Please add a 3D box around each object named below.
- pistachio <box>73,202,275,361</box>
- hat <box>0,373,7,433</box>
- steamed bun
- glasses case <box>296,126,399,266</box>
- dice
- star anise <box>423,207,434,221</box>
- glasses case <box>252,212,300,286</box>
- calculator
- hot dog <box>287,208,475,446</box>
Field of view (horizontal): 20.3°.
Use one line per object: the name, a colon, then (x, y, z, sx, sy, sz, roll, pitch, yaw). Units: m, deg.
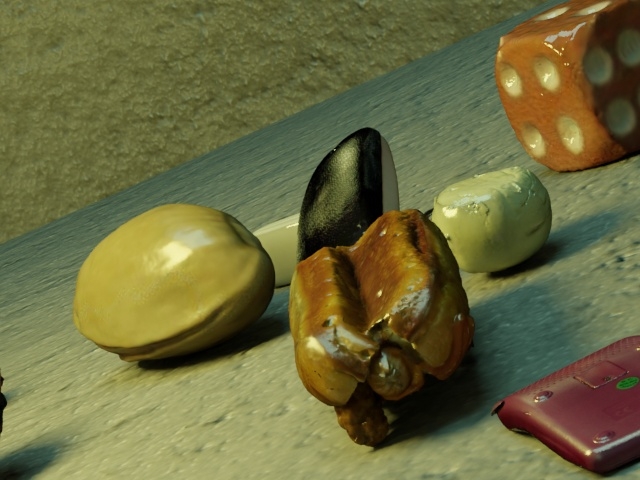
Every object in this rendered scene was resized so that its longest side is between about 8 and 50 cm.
pistachio: (-0.160, 0.051, 1.969, 0.293, 0.162, 0.181, -12, 46, 43)
hat: (-0.383, 0.206, 1.805, 0.205, 0.089, 0.205, -28, 40, 27)
steamed bun: (0.171, -0.016, 1.740, 0.112, 0.091, 0.130, -15, 10, 15)
glasses case: (0.030, -0.020, 1.916, 0.122, 0.075, 0.314, -47, 20, 22)
dice: (0.318, -0.190, 2.058, 0.175, 0.174, 0.179, -26, 9, -21)
star anise: (0.119, -0.004, 1.880, 0.129, 0.056, 0.124, -38, 10, 10)
glasses case: (0.000, 0.000, 2.090, 0.193, 0.074, 0.049, -19, 15, 29)
calculator: (0.202, 0.105, 1.224, 0.126, 0.034, 0.190, -24, 11, -11)
hot dog: (0.056, 0.068, 1.510, 0.158, 0.117, 0.349, -29, 12, 3)
